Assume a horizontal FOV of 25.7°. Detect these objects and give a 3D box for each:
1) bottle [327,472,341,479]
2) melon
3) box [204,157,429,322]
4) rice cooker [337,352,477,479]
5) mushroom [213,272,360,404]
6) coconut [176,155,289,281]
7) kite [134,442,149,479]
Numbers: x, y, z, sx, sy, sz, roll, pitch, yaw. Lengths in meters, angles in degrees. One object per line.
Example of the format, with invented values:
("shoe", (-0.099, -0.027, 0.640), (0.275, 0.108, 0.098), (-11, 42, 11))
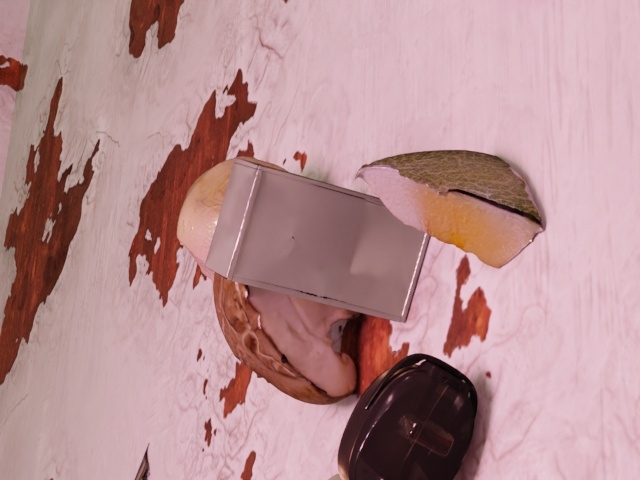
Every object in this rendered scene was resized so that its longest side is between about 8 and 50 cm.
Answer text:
("bottle", (0.063, 0.305, 1.458), (0.201, 0.072, 0.072), (25, 100, 65))
("melon", (0.143, -0.050, 1.457), (0.139, 0.202, 0.093), (-52, -22, -49))
("box", (0.000, 0.000, 1.578), (0.086, 0.225, 0.129), (23, 97, 66))
("rice cooker", (0.086, 0.196, 1.411), (0.165, 0.112, 0.106), (-61, 13, -12))
("mushroom", (-0.062, 0.072, 1.695), (0.151, 0.156, 0.285), (-27, 81, 50))
("coconut", (-0.085, -0.014, 1.830), (0.194, 0.194, 0.194), (-42, 40, 50))
("kite", (-0.302, 0.517, 2.190), (0.368, 0.014, 0.406), (-41, 42, 52))
